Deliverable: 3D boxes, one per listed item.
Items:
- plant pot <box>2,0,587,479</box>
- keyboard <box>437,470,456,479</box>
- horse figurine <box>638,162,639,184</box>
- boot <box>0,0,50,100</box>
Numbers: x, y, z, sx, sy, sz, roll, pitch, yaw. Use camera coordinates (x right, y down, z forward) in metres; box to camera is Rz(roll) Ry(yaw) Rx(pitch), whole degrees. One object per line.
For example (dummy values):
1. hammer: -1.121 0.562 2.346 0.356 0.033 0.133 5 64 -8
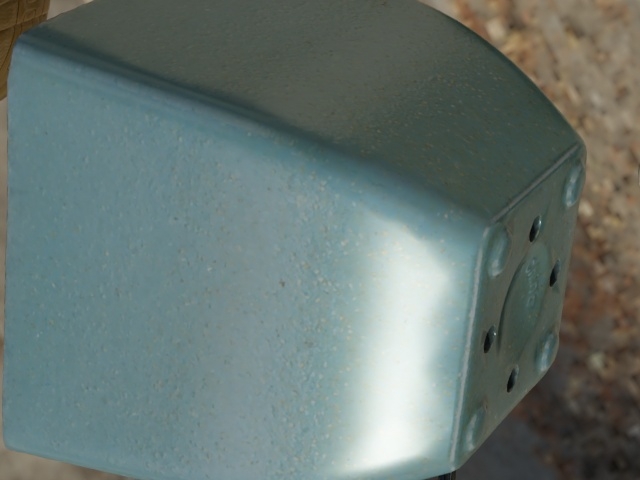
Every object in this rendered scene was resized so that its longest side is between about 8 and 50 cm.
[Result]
1. plant pot: 0.000 0.000 1.058 0.252 0.247 0.248 17 118 23
2. keyboard: 0.076 0.078 1.307 0.100 0.038 0.192 -85 -3 -63
3. horse figurine: 0.194 0.041 0.740 0.263 0.066 0.174 -12 -93 -58
4. boot: -0.273 -0.222 1.199 0.203 0.095 0.262 25 137 34
